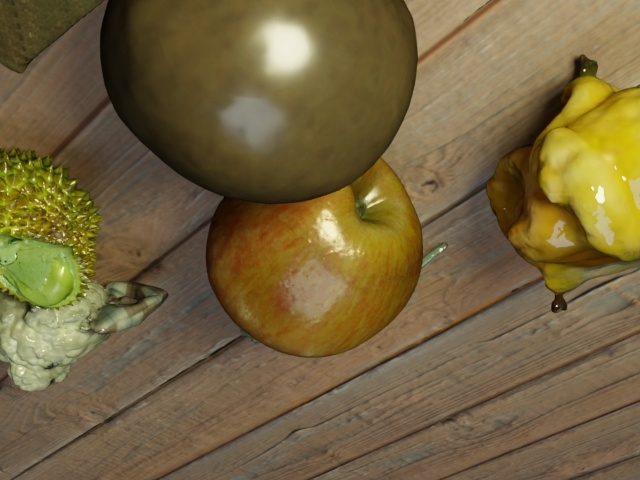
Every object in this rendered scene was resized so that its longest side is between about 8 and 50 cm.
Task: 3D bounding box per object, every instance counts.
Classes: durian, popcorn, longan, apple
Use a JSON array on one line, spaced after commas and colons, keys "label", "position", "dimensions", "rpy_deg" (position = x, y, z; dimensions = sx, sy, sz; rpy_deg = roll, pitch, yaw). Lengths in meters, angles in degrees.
[{"label": "durian", "position": [-0.394, -0.021, 1.094], "dimensions": [0.237, 0.176, 0.200], "rpy_deg": [14, 130, -25]}, {"label": "popcorn", "position": [0.328, -0.072, 0.986], "dimensions": [0.316, 0.280, 0.297], "rpy_deg": [-16, 172, 40]}, {"label": "longan", "position": [-0.052, -0.173, 0.822], "dimensions": [0.298, 0.297, 0.297], "rpy_deg": [0, 141, 0]}, {"label": "apple", "position": [0.000, 0.000, 1.060], "dimensions": [0.265, 0.264, 0.264], "rpy_deg": [0, 141, 0]}]

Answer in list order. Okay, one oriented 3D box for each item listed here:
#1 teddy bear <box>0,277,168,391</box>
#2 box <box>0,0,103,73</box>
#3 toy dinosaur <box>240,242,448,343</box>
[{"label": "teddy bear", "position": [-0.454, 0.184, 1.253], "dimensions": [0.362, 0.375, 0.327], "rpy_deg": [22, -177, 0]}, {"label": "box", "position": [-0.308, -0.303, 0.733], "dimensions": [0.143, 0.184, 0.273], "rpy_deg": [-28, 134, 29]}, {"label": "toy dinosaur", "position": [0.006, 0.096, 1.309], "dimensions": [0.383, 0.076, 0.129], "rpy_deg": [-20, 170, 32]}]
